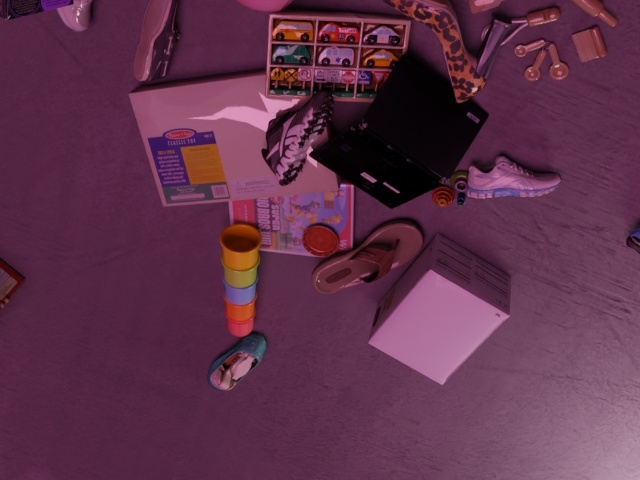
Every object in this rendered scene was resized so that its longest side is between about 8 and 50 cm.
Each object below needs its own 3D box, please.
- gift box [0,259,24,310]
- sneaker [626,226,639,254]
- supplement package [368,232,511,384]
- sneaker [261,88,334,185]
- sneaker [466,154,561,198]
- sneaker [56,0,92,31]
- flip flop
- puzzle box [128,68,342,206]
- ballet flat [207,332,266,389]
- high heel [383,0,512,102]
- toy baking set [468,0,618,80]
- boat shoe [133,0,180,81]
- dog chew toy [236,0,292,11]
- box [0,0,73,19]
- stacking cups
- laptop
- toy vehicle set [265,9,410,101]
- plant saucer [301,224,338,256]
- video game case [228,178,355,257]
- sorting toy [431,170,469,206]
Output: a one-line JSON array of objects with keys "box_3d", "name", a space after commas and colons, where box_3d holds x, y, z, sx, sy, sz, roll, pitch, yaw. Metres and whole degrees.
[{"box_3d": [-0.927, 0.172, 2.184, 0.258, 0.255, 0.276, -37, 103, 29], "name": "gift box"}, {"box_3d": [0.713, 0.034, 1.813, 0.188, 0.067, 0.078, 35, 146, -13], "name": "sneaker"}, {"box_3d": [0.265, 0.155, 1.947, 0.204, 0.145, 0.262, 30, 125, -8], "name": "supplement package"}, {"box_3d": [-0.057, -0.219, 1.718, 0.106, 0.078, 0.234, 45, 133, 15], "name": "sneaker"}, {"box_3d": [0.390, -0.132, 1.769, 0.191, 0.071, 0.083, -3, 107, 9], "name": "sneaker"}, {"box_3d": [-0.465, -0.512, 1.701, 0.092, 0.087, 0.228, 11, 128, 5], "name": "sneaker"}, {"box_3d": [0.105, 0.051, 1.935, 0.277, 0.080, 0.112, -26, 119, 12], "name": "flip flop"}, {"box_3d": [-0.177, -0.217, 1.837, 0.409, 0.052, 0.272, -4, 118, 15], "name": "puzzle box"}, {"box_3d": [-0.226, 0.328, 2.222, 0.083, 0.087, 0.247, 35, 125, -12], "name": "ballet flat"}, {"box_3d": [0.200, -0.363, 1.620, 0.261, 0.093, 0.186, 19, 127, -4], "name": "high heel"}, {"box_3d": [0.407, -0.396, 1.601, 0.256, 0.030, 0.197, 37, 124, -13], "name": "toy baking set"}, {"box_3d": [-0.320, -0.415, 1.763, 0.065, 0.075, 0.206, -3, 131, -39], "name": "boat shoe"}, {"box_3d": [-0.143, -0.565, 1.526, 0.206, 0.206, 0.332, -38, 100, 32], "name": "dog chew toy"}, {"box_3d": [-0.603, -0.533, 1.613, 0.270, 0.165, 0.143, 29, 127, 23], "name": "box"}, {"box_3d": [-0.190, 0.099, 2.047, 0.096, 0.096, 0.316, 13, 138, 5], "name": "stacking cups"}, {"box_3d": [0.154, -0.209, 1.751, 0.234, 0.136, 0.264, 31, 146, -25], "name": "laptop"}, {"box_3d": [0.030, -0.351, 1.673, 0.267, 0.035, 0.166, 1, 121, -5], "name": "toy vehicle set"}, {"box_3d": [0.000, 0.000, 1.954, 0.083, 0.013, 0.083, 6, 125, 9], "name": "plant saucer"}, {"box_3d": [-0.065, -0.057, 1.955, 0.285, 0.025, 0.204, 6, 125, 9], "name": "video game case"}, {"box_3d": [0.280, -0.098, 1.831, 0.061, 0.042, 0.102, 41, 123, -15], "name": "sorting toy"}]
